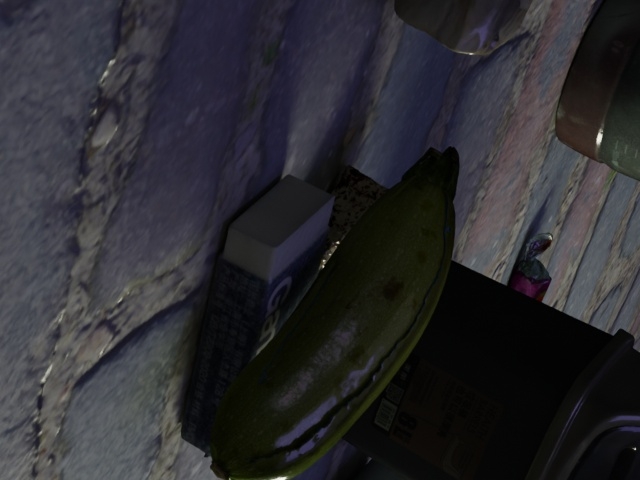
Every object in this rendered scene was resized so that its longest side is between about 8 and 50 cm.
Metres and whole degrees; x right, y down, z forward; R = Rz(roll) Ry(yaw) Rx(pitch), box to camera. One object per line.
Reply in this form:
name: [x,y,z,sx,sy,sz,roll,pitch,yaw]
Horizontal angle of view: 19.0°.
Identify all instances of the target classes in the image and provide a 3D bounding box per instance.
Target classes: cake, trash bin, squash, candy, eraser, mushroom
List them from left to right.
eraser: [-0.047,0.059,1.414,0.092,0.046,0.212,-43,154,-48]
cake: [0.000,0.000,1.497,0.140,0.055,0.051,-40,160,-9]
squash: [0.031,0.055,1.401,0.341,0.094,0.094,-53,161,-31]
trash bin: [0.162,0.151,1.737,0.182,0.290,0.209,-35,149,-55]
mushroom: [0.133,-0.237,1.395,0.247,0.096,0.108,-63,163,-13]
candy: [0.237,0.067,2.236,0.045,0.043,0.175,-29,145,-43]

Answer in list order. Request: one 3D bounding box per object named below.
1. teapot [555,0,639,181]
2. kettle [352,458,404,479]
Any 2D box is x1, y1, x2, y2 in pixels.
teapot: [0.441,-0.123,2.077,0.233,0.312,0.315,-54,161,-17]
kettle: [0.053,0.359,1.955,0.236,0.161,0.221,-43,151,-44]
